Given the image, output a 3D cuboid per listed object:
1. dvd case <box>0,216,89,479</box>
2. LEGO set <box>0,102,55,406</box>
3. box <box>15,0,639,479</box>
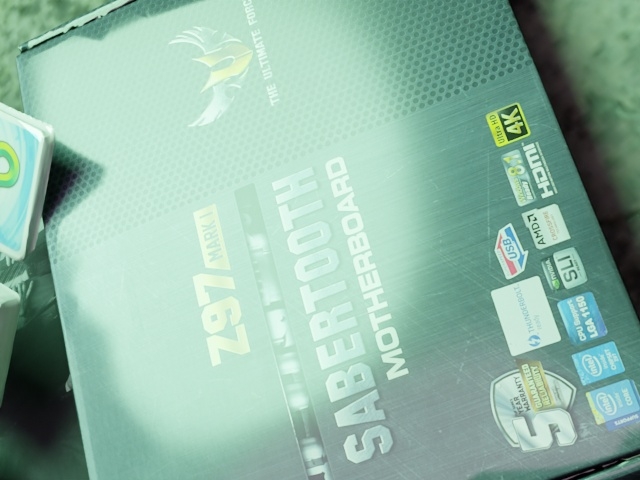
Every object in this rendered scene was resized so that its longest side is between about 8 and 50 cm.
[{"bbox_3d":[-0.158,0.103,0.504,0.239,0.029,0.179,-28,63,19],"label":"dvd case"},{"bbox_3d":[-0.219,0.001,0.489,0.244,0.060,0.182,26,109,32],"label":"LEGO set"},{"bbox_3d":[0.000,0.000,0.417,0.183,0.059,0.232,-22,64,13],"label":"box"}]
